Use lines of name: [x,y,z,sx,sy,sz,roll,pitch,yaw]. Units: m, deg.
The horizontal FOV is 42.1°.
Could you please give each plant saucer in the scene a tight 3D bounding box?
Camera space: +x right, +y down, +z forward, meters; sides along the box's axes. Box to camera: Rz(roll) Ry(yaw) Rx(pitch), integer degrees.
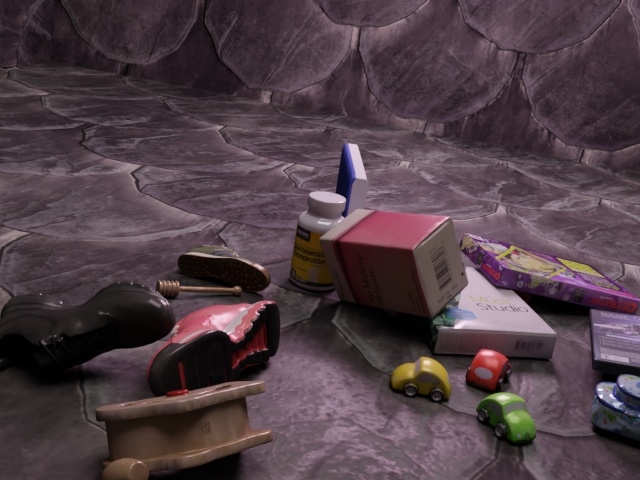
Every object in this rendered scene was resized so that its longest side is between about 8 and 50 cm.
plant saucer: [0.409,0.115,1.778,0.084,0.013,0.083,9,19,-3]

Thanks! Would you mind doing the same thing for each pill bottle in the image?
pill bottle: [0.000,0.000,1.661,0.103,0.184,0.103,8,19,-3]

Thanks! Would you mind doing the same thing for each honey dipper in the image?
honey dipper: [-0.223,0.092,1.541,0.161,0.030,0.030,5,19,-25]

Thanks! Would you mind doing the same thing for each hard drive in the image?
hard drive: [0.063,-0.082,1.885,0.040,0.210,0.318,7,19,-4]

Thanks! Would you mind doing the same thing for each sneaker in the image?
sneaker: [-0.350,0.140,1.208,0.287,0.109,0.130,-9,27,13]
sneaker: [-0.177,0.045,1.633,0.192,0.064,0.086,11,24,16]
sneaker: [-0.182,0.169,1.257,0.136,0.115,0.314,3,11,25]

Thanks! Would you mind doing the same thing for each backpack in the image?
backpack: [0.484,0.258,1.294,0.114,0.084,0.105,12,17,17]

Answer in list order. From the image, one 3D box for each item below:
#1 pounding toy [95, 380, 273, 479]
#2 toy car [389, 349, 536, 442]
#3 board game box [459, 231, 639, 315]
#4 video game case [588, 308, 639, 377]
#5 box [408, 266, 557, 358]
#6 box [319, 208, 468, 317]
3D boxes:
pounding toy: [-0.176,0.263,1.006,0.154,0.154,0.270,-13,-6,36]
toy car: [0.256,0.236,1.300,0.239,0.053,0.225,-2,22,-29]
board game box: [0.492,0.073,1.800,0.347,0.056,0.208,14,12,-19]
video game case: [0.592,0.191,1.506,0.196,0.026,0.274,9,15,14]
box: [0.282,0.129,1.615,0.233,0.058,0.322,4,18,-14]
box: [0.135,0.038,1.551,0.232,0.148,0.127,6,34,45]
